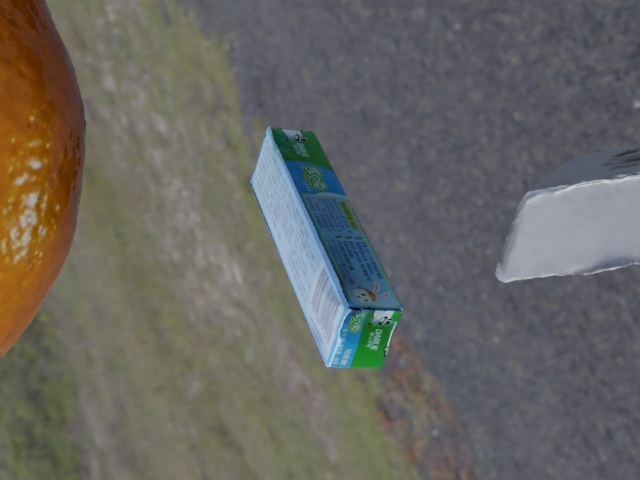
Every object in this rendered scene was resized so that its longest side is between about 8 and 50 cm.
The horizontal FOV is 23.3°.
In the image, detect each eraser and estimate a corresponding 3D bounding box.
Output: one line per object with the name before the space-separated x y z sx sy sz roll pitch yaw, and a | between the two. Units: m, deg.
eraser | 0.295 -0.040 1.189 0.352 0.111 0.077 -11 105 35

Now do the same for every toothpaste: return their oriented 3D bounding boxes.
toothpaste | 0.000 0.000 1.295 0.267 0.050 0.065 -115 34 -51

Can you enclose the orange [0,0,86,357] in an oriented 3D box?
orange | -0.378 -0.074 1.137 0.326 0.424 0.424 -158 50 -78
